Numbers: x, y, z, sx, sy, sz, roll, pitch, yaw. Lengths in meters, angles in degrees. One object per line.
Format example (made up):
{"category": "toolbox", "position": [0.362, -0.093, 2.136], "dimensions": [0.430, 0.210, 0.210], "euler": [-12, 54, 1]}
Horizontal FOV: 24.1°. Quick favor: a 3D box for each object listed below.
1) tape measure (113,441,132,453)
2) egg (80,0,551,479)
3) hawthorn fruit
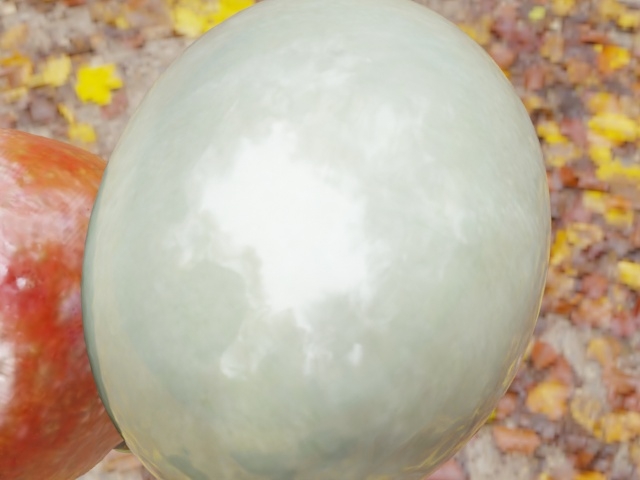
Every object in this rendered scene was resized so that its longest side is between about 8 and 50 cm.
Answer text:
{"category": "tape measure", "position": [-0.124, 0.082, 1.250], "dimensions": [0.106, 0.175, 0.200], "euler": [-39, 57, 28]}
{"category": "egg", "position": [0.000, 0.000, 0.847], "dimensions": [0.258, 0.258, 0.352], "euler": [11, 43, 13]}
{"category": "hawthorn fruit", "position": [-0.241, 0.058, 1.077], "dimensions": [0.284, 0.284, 0.284], "euler": [-2, 49, 2]}
